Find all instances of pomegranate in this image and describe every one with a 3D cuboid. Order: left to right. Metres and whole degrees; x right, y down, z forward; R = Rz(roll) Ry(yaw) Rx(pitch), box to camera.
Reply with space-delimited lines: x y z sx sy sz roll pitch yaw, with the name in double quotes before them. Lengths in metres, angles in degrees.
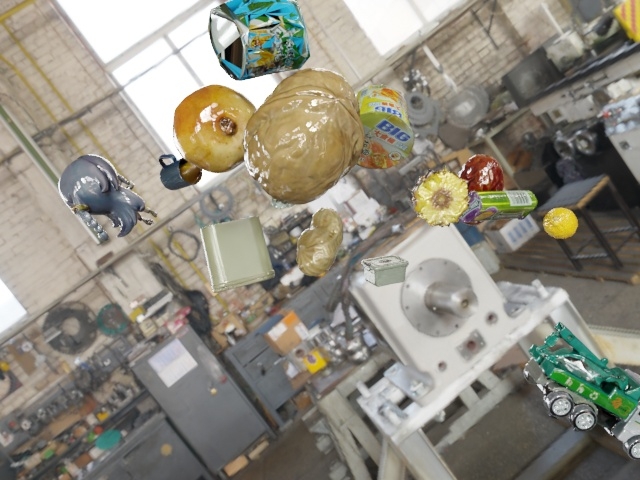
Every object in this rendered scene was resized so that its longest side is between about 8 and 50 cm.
"pomegranate" -0.291 -0.316 1.542 0.264 0.264 0.264 -36 5 4

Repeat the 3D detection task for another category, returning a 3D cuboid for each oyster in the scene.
"oyster" -0.121 -0.156 1.866 0.100 0.098 0.037 3 1 -7

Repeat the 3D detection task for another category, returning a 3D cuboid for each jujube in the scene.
"jujube" 0.649 -0.210 2.236 0.197 0.291 0.197 5 24 -2

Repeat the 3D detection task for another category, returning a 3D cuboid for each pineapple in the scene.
"pineapple" 0.408 -0.148 1.849 0.224 0.225 0.076 -36 9 2

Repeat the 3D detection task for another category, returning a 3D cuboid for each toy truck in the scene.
"toy truck" 0.643 0.352 1.262 0.178 0.363 0.176 -56 8 14

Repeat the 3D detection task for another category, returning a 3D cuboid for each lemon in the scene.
"lemon" 0.880 -0.064 1.980 0.114 0.114 0.155 -34 -35 28

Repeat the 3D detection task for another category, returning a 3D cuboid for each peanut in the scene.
"peanut" 0.000 0.000 1.935 0.140 0.153 0.325 -47 18 42

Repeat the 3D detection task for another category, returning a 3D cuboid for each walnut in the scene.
"walnut" -0.036 -0.233 1.226 0.277 0.252 0.313 -46 1 -35

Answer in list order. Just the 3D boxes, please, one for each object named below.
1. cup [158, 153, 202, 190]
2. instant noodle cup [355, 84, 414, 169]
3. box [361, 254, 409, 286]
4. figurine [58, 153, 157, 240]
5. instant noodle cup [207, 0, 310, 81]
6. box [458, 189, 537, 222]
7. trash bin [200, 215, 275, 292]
"cup" -0.560 -0.279 2.132 0.138 0.150 0.113 -11 11 40
"instant noodle cup" 0.152 -0.316 1.465 0.205 0.204 0.153 -32 38 40
"box" 0.258 0.124 2.163 0.172 0.093 0.124 -8 17 -23
"figurine" -0.602 -0.119 1.520 0.175 0.265 0.197 -49 5 13
"instant noodle cup" -0.168 -0.526 1.393 0.178 0.240 0.240 -30 2 -26
"box" 0.691 -0.132 2.102 0.345 0.097 0.134 -4 -27 -35
"trash bin" -0.309 0.049 2.014 0.243 0.248 0.121 -13 1 -20
